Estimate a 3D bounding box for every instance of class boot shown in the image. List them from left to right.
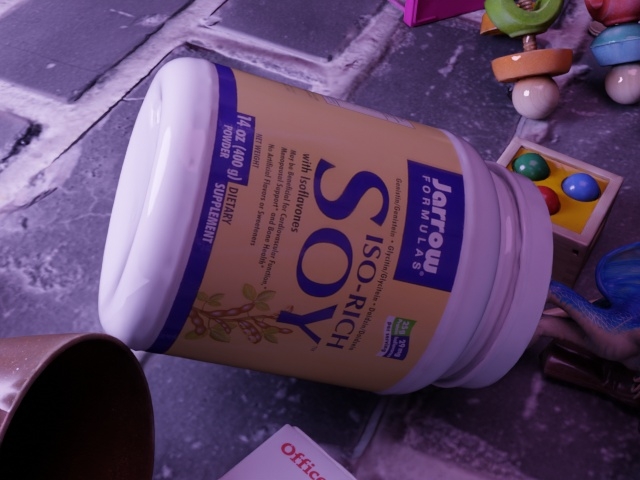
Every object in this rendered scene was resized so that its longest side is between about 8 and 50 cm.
[{"bbox_3d":[0.277,0.108,0.861,0.114,0.037,0.106,19,44,19],"label":"boot"}]

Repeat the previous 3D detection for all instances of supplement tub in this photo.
[{"bbox_3d":[0.000,0.000,0.754,0.331,0.241,0.241,13,42,-19],"label":"supplement tub"}]

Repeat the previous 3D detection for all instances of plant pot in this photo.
[{"bbox_3d":[-0.274,0.164,0.646,0.230,0.215,0.215,4,43,18],"label":"plant pot"}]

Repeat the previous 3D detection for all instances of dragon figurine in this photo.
[{"bbox_3d":[0.304,0.057,0.829,0.289,0.085,0.144,-18,42,-17],"label":"dragon figurine"}]

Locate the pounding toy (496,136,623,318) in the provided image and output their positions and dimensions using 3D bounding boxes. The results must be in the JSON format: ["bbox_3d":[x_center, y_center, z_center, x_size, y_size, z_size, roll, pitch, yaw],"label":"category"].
[{"bbox_3d":[0.258,0.000,0.923,0.206,0.094,0.181,25,48,19],"label":"pounding toy"}]

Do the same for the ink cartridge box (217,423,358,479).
[{"bbox_3d":[-0.043,0.243,0.662,0.127,0.072,0.175,37,52,28],"label":"ink cartridge box"}]

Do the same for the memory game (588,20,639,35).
[{"bbox_3d":[0.488,-0.299,1.307,0.186,0.012,0.186,3,44,-3],"label":"memory game"}]

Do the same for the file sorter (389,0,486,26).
[{"bbox_3d":[0.214,-0.481,1.332,0.291,0.202,0.182,-20,47,-24],"label":"file sorter"}]

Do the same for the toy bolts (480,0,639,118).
[{"bbox_3d":[0.331,-0.249,1.191,0.229,0.158,0.218,-8,5,-1],"label":"toy bolts"}]
